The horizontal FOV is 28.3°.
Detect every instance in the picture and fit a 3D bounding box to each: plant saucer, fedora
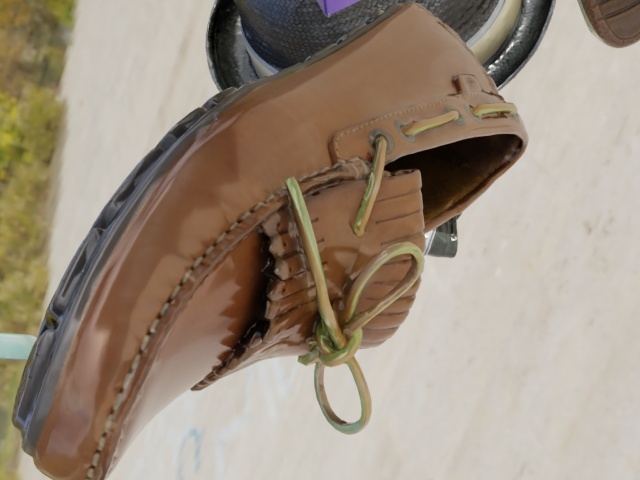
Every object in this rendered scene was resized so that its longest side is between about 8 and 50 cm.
[{"bbox_3d":[-0.279,0.087,1.039,0.119,0.119,0.021,165,107,-70],"label":"plant saucer"},{"bbox_3d":[0.031,-0.238,1.105,0.152,0.334,0.334,54,-150,-53],"label":"fedora"}]

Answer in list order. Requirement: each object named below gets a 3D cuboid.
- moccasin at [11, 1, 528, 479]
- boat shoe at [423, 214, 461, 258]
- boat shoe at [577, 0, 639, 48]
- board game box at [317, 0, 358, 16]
[{"bbox_3d":[-0.001,0.002,0.623,0.380,0.147,0.139,-39,-16,-55],"label":"moccasin"},{"bbox_3d":[0.115,-0.031,1.193,0.142,0.040,0.049,-73,-1,-48],"label":"boat shoe"},{"bbox_3d":[0.265,-0.313,1.208,0.095,0.095,0.257,-121,14,-60],"label":"boat shoe"},{"bbox_3d":[0.024,-0.286,0.517,0.347,0.233,0.078,60,172,23],"label":"board game box"}]
